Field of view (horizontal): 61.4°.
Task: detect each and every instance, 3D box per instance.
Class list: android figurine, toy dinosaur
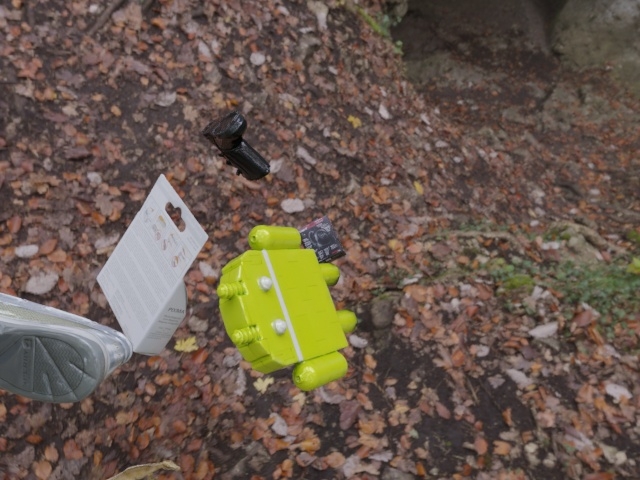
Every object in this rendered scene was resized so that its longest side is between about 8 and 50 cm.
[{"bbox_3d":[-0.044,0.094,0.789,0.272,0.056,0.249,3,63,-55],"label":"android figurine"},{"bbox_3d":[-0.373,0.464,1.069,0.182,0.093,0.053,-11,57,-18],"label":"toy dinosaur"}]

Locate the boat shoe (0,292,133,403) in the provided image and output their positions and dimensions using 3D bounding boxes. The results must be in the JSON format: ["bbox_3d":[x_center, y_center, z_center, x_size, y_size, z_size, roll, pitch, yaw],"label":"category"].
[{"bbox_3d":[-0.404,0.122,0.684,0.319,0.103,0.118,8,96,9],"label":"boat shoe"}]

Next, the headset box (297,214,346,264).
[{"bbox_3d":[0.000,0.000,0.964,0.062,0.032,0.083,-28,69,8],"label":"headset box"}]

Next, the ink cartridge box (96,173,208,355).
[{"bbox_3d":[-0.265,0.039,0.886,0.066,0.232,0.189,24,18,-52],"label":"ink cartridge box"}]

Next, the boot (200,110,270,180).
[{"bbox_3d":[-0.108,-0.127,0.751,0.099,0.121,0.045,45,72,-26],"label":"boot"}]
